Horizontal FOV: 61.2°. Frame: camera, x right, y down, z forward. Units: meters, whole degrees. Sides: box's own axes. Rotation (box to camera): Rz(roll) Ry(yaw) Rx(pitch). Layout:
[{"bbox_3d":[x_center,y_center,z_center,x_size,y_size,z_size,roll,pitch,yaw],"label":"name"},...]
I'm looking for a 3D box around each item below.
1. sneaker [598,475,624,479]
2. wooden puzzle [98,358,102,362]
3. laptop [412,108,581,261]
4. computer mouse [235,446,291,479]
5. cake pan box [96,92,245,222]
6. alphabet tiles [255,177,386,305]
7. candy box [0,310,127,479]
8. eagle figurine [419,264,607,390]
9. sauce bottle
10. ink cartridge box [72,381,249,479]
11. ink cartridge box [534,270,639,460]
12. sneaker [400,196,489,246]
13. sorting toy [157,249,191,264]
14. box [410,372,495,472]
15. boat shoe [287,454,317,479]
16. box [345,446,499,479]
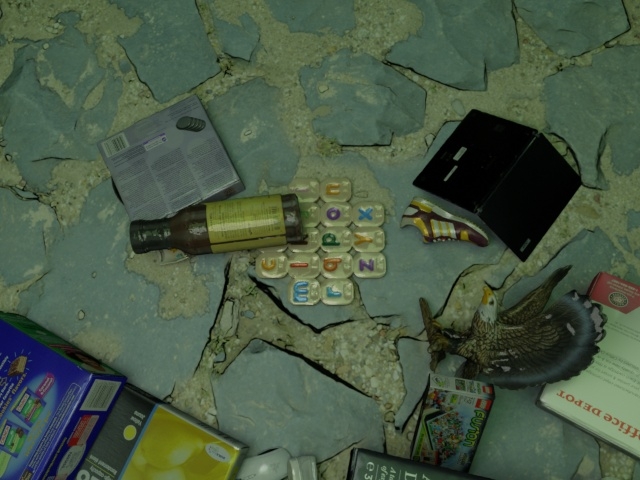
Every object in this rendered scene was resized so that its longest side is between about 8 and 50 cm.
[{"bbox_3d":[0.482,0.568,0.924,0.102,0.146,0.293,15,60,3],"label":"sneaker"},{"bbox_3d":[-0.480,0.277,1.133,0.083,0.006,0.049,-12,75,0],"label":"wooden puzzle"},{"bbox_3d":[0.386,-0.128,1.186,0.264,0.136,0.234,32,77,37],"label":"laptop"},{"bbox_3d":[-0.148,0.458,1.047,0.193,0.042,0.106,-23,74,-3],"label":"computer mouse"},{"bbox_3d":[-0.338,-0.164,1.211,0.267,0.070,0.245,-29,73,-4],"label":"cake pan box"},{"bbox_3d":[0.000,0.000,1.170,0.278,0.021,0.283,-1,75,3],"label":"alphabet tiles"},{"bbox_3d":[-0.581,0.315,1.044,0.317,0.122,0.268,22,79,20],"label":"candy box"},{"bbox_3d":[0.343,0.165,1.000,0.299,0.225,0.226,-9,64,9],"label":"eagle figurine"},{"bbox_3d":[-0.211,-0.028,1.111,0.345,0.111,0.111,-6,75,-4],"label":"sauce bottle"},{"bbox_3d":[-0.332,0.469,1.021,0.304,0.072,0.307,20,75,18],"label":"ink cartridge box"},{"bbox_3d":[0.557,0.232,1.008,0.207,0.117,0.283,27,79,23],"label":"ink cartridge box"},{"bbox_3d":[0.260,-0.017,1.141,0.186,0.069,0.083,29,88,16],"label":"sneaker"},{"bbox_3d":[-0.325,0.017,1.177,0.075,0.045,0.083,-23,75,5],"label":"sorting toy"},{"bbox_3d":[0.236,0.336,0.990,0.114,0.206,0.036,8,32,6],"label":"box"},{"bbox_3d":[-0.018,0.500,1.021,0.063,0.066,0.184,-7,72,-17],"label":"boat shoe"},{"bbox_3d":[0.216,0.541,0.900,0.396,0.212,0.293,11,68,5],"label":"box"}]
